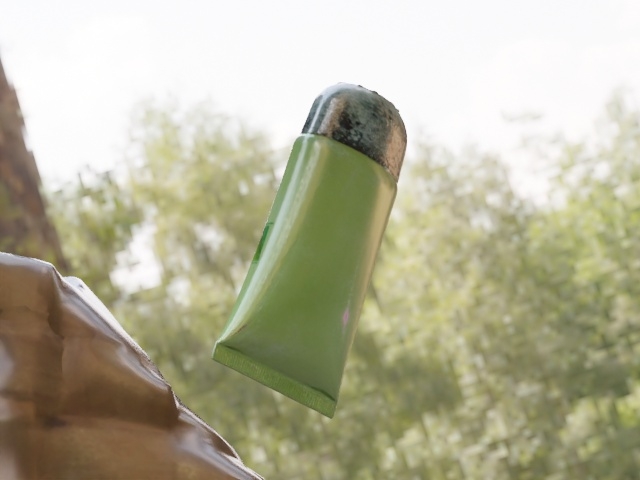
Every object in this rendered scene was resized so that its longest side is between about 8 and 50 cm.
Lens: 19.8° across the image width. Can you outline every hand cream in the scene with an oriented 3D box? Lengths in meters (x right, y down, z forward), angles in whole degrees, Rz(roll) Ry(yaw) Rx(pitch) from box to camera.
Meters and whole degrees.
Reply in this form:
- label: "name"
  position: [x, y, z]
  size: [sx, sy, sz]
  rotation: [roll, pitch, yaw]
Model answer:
- label: "hand cream"
  position: [0.000, 0.000, 1.008]
  size: [0.046, 0.175, 0.095]
  rotation: [5, -20, 47]

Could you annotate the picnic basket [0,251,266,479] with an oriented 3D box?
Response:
- label: "picnic basket"
  position: [-0.134, 0.141, 0.602]
  size: [0.254, 0.321, 0.291]
  rotation: [-46, -26, -20]
